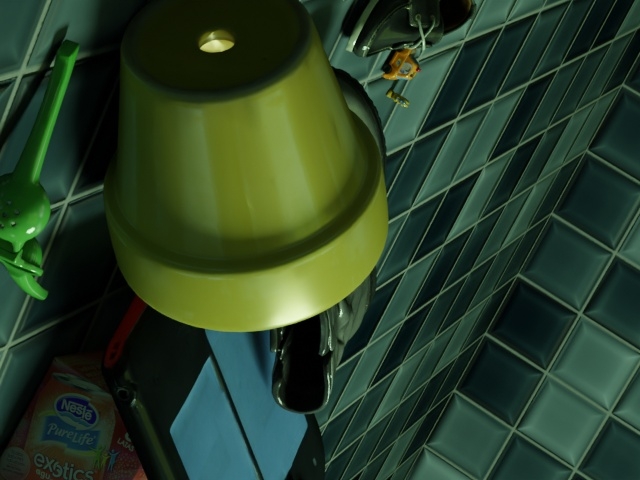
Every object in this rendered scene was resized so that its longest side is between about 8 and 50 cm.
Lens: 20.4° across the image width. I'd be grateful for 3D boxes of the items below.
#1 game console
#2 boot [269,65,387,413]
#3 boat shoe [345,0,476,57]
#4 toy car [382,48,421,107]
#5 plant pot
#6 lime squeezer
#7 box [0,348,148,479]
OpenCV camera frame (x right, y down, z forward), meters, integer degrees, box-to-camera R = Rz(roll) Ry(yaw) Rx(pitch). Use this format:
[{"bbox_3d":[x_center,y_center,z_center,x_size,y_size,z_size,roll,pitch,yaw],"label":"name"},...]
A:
[{"bbox_3d":[-0.097,0.185,1.842,0.342,0.060,0.386,-71,145,-58],"label":"game console"},{"bbox_3d":[0.000,0.000,1.898,0.222,0.118,0.338,-66,151,-58],"label":"boot"},{"bbox_3d":[0.107,-0.259,2.065,0.233,0.079,0.084,-33,154,-54],"label":"boat shoe"},{"bbox_3d":[0.111,-0.210,2.249,0.060,0.040,0.122,-55,165,-7],"label":"toy car"},{"bbox_3d":[-0.074,-0.090,1.557,0.254,0.254,0.239,-47,147,-33],"label":"plant pot"},{"bbox_3d":[-0.252,-0.022,1.492,0.310,0.059,0.110,105,-7,-46],"label":"lime squeezer"},{"bbox_3d":[-0.202,0.211,1.921,0.154,0.142,0.300,-61,165,8],"label":"box"}]
